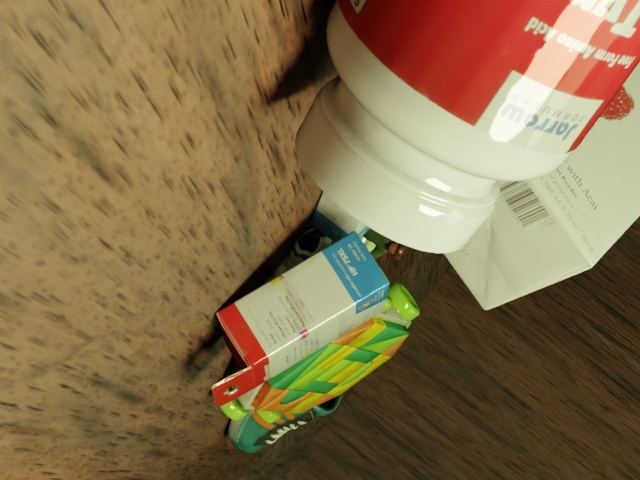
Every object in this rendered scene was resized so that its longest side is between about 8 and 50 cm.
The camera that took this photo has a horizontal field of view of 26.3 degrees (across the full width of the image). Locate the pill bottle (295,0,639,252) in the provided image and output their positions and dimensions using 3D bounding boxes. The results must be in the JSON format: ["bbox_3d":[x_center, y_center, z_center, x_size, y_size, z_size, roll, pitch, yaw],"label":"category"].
[{"bbox_3d":[0.149,-0.197,1.059,0.407,0.229,0.229,-58,169,27],"label":"pill bottle"}]

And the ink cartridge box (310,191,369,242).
[{"bbox_3d":[0.059,-0.078,1.572,0.104,0.060,0.180,-45,169,-31],"label":"ink cartridge box"}]

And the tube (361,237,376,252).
[{"bbox_3d":[0.061,-0.008,1.862,0.240,0.062,0.070,-56,-145,-1],"label":"tube"}]

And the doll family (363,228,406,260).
[{"bbox_3d":[0.113,-0.055,1.764,0.076,0.111,0.193,-43,167,-43],"label":"doll family"}]

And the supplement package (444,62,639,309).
[{"bbox_3d":[0.260,-0.091,1.486,0.293,0.177,0.175,-41,-173,-38],"label":"supplement package"}]

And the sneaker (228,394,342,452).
[{"bbox_3d":[-0.044,0.247,2.095,0.108,0.121,0.302,-41,166,-48],"label":"sneaker"}]

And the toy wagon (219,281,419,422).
[{"bbox_3d":[-0.015,0.147,1.798,0.267,0.068,0.344,-38,161,12],"label":"toy wagon"}]

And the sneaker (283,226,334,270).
[{"bbox_3d":[0.000,0.000,1.647,0.109,0.040,0.043,-44,165,-43],"label":"sneaker"}]

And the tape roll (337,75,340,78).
[{"bbox_3d":[0.077,-0.148,1.374,0.219,0.072,0.219,-50,169,-13],"label":"tape roll"}]

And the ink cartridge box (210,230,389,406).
[{"bbox_3d":[-0.039,0.093,1.571,0.231,0.078,0.134,-30,166,-9],"label":"ink cartridge box"}]
